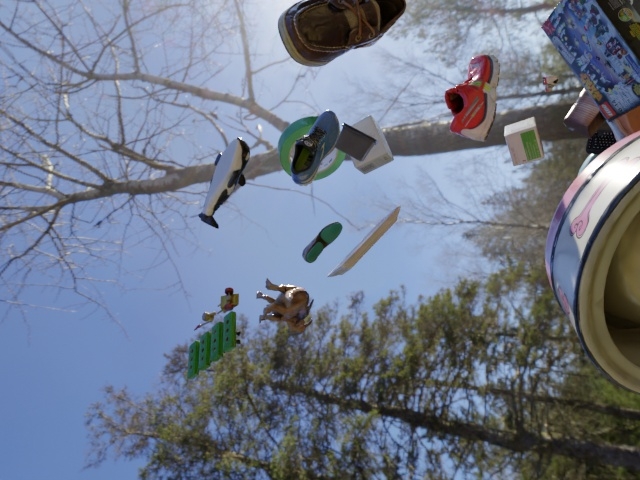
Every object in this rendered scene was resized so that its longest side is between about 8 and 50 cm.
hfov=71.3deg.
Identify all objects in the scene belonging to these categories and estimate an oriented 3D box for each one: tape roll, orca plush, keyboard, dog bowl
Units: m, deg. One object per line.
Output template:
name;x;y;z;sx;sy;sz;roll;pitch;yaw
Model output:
tape roll;-0.039;-0.427;2.103;0.321;0.321;0.077;43;-159;-44
orca plush;-0.272;-0.172;1.383;0.102;0.151;0.287;13;-81;-40
keyboard;0.830;-0.278;1.199;0.038;0.192;0.100;14;-92;-57
dog bowl;0.515;0.013;0.625;0.150;0.408;0.408;-100;-9;-68

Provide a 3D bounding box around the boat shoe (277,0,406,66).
boat shoe;0.058;-0.428;0.860;0.342;0.123;0.123;-33;-75;-44

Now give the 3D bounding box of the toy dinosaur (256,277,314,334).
toy dinosaur;-0.092;0.203;1.433;0.200;0.296;0.127;6;-117;-18

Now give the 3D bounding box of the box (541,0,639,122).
box;0.294;-0.197;0.461;0.137;0.027;0.094;58;-176;6

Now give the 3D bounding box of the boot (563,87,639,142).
boot;0.712;-0.288;0.956;0.220;0.283;0.109;-53;-38;8

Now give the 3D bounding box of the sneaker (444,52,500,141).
sneaker;0.369;-0.369;1.102;0.107;0.118;0.279;94;-172;-58

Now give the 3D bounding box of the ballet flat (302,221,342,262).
ballet flat;0.000;0.000;0.971;0.114;0.041;0.041;-47;-51;-13

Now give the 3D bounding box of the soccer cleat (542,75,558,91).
soccer cleat;0.608;-0.413;1.172;0.083;0.035;0.029;6;-95;-56

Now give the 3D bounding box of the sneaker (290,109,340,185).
sneaker;-0.021;-0.384;1.809;0.330;0.130;0.147;-65;-12;-6

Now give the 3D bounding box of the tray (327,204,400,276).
tray;0.134;0.010;1.301;0.030;0.145;0.270;45;-112;2

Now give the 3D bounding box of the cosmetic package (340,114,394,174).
cosmetic package;0.204;-0.411;1.934;0.151;0.151;0.184;7;-120;-69

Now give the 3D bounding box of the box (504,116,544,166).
box;0.593;-0.288;1.300;0.101;0.087;0.102;64;-148;-19

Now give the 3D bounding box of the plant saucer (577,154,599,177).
plant saucer;0.899;-0.195;1.268;0.044;0.317;0.317;35;-121;-39

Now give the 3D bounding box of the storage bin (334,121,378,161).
storage bin;0.119;-0.337;1.549;0.091;0.135;0.098;-60;-9;11

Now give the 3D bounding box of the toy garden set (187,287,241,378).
toy garden set;-0.313;0.277;1.342;0.049;0.244;0.204;25;-139;-34

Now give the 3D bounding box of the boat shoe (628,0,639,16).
boat shoe;0.338;-0.260;0.494;0.228;0.076;0.080;44;-152;-66
